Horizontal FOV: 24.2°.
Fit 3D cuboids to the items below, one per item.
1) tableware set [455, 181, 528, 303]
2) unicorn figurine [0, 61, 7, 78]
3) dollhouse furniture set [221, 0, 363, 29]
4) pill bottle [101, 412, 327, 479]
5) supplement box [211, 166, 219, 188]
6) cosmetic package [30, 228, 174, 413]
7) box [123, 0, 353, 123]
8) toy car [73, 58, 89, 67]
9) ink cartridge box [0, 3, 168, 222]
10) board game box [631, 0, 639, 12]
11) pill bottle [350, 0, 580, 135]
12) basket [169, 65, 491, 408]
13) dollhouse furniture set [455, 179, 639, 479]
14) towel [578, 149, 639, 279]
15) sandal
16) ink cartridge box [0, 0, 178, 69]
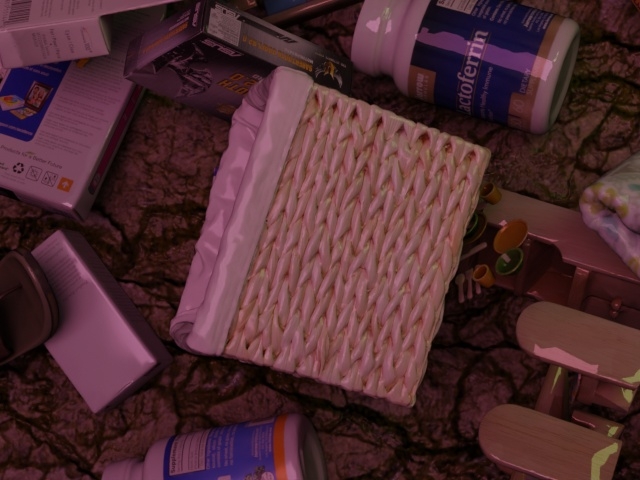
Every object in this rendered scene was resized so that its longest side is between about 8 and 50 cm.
[{"bbox_3d":[0.189,-0.005,1.699,0.104,0.024,0.154,-29,35,28],"label":"tableware set"},{"bbox_3d":[-0.468,-0.242,2.095,0.162,0.060,0.111,16,90,-3],"label":"unicorn figurine"},{"bbox_3d":[-0.018,-0.417,1.871,0.286,0.303,0.198,-18,83,11],"label":"dollhouse furniture set"},{"bbox_3d":[-0.137,0.319,1.928,0.272,0.152,0.152,-13,84,12],"label":"pill bottle"},{"bbox_3d":[-0.085,0.023,1.956,0.111,0.114,0.220,6,87,12],"label":"supplement box"},{"bbox_3d":[-0.316,0.108,2.020,0.117,0.085,0.231,-38,81,9],"label":"cosmetic package"},{"bbox_3d":[-0.104,-0.215,1.884,0.183,0.231,0.056,-20,57,48],"label":"box"},{"bbox_3d":[-0.354,-0.280,1.992,0.040,0.060,0.122,-45,59,25],"label":"toy car"},{"bbox_3d":[-0.331,-0.219,2.025,0.176,0.069,0.371,19,76,14],"label":"ink cartridge box"},{"bbox_3d":[0.475,-0.269,1.855,0.124,0.039,0.259,-28,76,-26],"label":"board game box"},{"bbox_3d":[0.182,-0.239,1.890,0.265,0.153,0.153,18,91,14],"label":"pill bottle"},{"bbox_3d":[0.000,0.000,1.740,0.266,0.328,0.331,17,86,-9],"label":"basket"},{"bbox_3d":[0.240,0.162,1.759,0.256,0.362,0.394,18,63,12],"label":"dollhouse furniture set"},{"bbox_3d":[0.501,0.027,1.719,0.374,0.320,0.090,46,125,12],"label":"towel"},{"bbox_3d":[-0.443,0.116,1.981,0.303,0.086,0.120,-39,81,40],"label":"sandal"},{"bbox_3d":[-0.279,-0.346,1.932,0.261,0.066,0.296,-9,41,3],"label":"ink cartridge box"}]
